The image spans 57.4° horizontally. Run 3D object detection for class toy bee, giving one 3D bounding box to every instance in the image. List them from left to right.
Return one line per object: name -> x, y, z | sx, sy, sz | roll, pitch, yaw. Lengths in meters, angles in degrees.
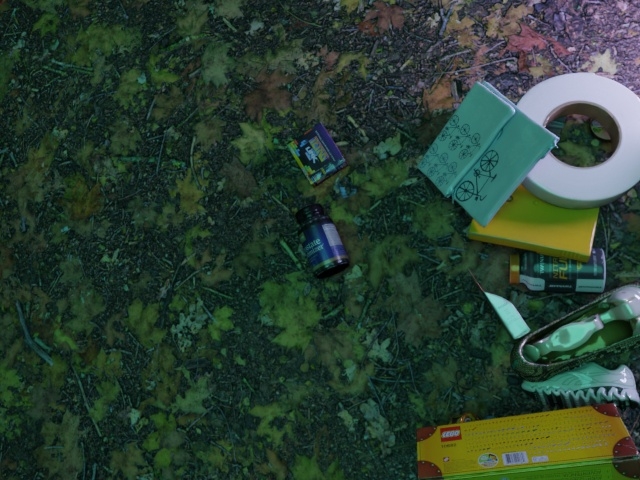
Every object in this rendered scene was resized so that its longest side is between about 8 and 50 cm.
toy bee -> 0.410, 0.542, 1.615 | 0.298, 0.162, 0.195 | 47, 137, 26

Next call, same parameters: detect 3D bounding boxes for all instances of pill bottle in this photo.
pill bottle -> 0.000, 0.000, 1.855 | 0.122, 0.123, 0.219 | -26, 74, 11
pill bottle -> 0.655, 0.083, 1.635 | 0.245, 0.130, 0.131 | 0, 81, 17

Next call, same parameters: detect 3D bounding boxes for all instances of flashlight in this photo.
flashlight -> 0.574, -0.370, 1.758 | 0.303, 0.103, 0.103 | 15, 41, 16

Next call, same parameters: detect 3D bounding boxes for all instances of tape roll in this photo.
tape roll -> 0.715, -0.280, 1.621 | 0.391, 0.072, 0.393 | -3, 73, 9

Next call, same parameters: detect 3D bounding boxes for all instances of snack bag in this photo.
snack bag -> 0.455, -0.245, 1.658 | 0.323, 0.037, 0.343 | -55, 45, 23

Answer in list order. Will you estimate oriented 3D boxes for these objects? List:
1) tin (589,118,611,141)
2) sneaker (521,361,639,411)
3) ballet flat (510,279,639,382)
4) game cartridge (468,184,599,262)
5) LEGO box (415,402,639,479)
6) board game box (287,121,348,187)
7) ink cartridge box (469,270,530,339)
tin -> 0.880, -0.338, 1.689 | 0.189, 0.040, 0.106 | 1, 77, 17
sneaker -> 0.702, 0.393, 1.594 | 0.291, 0.110, 0.119 | -2, 56, 22
ballet flat -> 0.728, 0.229, 1.531 | 0.482, 0.182, 0.164 | -26, 64, 4
game cartridge -> 0.613, -0.093, 1.660 | 0.323, 0.053, 0.286 | 14, 61, 21
LEGO box -> 0.519, 0.643, 1.456 | 0.499, 0.193, 0.373 | -11, 110, 13
board game box -> -0.010, -0.285, 1.946 | 0.141, 0.048, 0.170 | -34, 73, 10
ink cartridge box -> 0.501, 0.174, 1.641 | 0.056, 0.181, 0.225 | -31, 72, 9
